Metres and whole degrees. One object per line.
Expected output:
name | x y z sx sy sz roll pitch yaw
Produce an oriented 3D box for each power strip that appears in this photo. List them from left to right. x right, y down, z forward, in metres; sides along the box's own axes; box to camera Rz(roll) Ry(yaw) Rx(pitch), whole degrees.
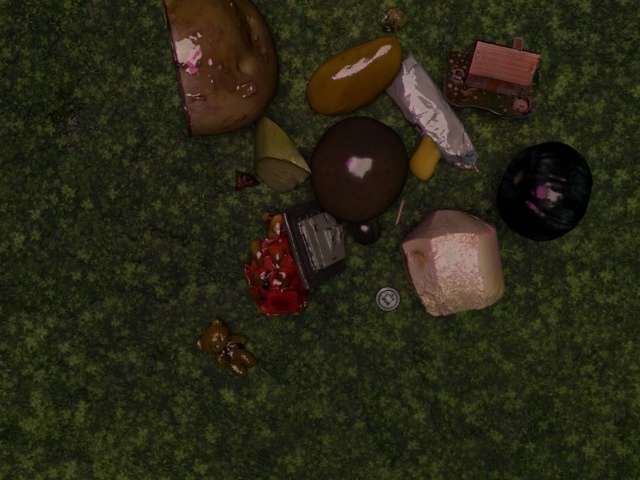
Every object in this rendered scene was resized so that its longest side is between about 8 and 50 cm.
power strip | 0.002 0.001 1.855 0.092 0.257 0.251 -8 99 31

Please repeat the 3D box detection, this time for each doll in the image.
doll | -0.305 0.363 1.978 0.209 0.097 0.137 40 90 -6

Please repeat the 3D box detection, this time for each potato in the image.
potato | -0.283 -0.544 1.766 0.319 0.385 0.442 -14 106 -11

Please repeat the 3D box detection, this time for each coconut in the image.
coconut | 0.397 0.054 1.823 0.297 0.297 0.309 -16 94 4

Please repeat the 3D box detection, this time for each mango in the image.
mango | 0.106 -0.492 1.836 0.332 0.195 0.142 -21 58 15

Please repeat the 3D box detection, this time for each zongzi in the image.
zongzi | -0.238 -0.200 1.939 0.083 0.073 0.067 2 76 1

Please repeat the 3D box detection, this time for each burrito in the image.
burrito | 0.359 -0.374 1.882 0.139 0.101 0.445 -36 93 1

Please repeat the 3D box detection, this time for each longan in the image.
longan | 0.115 -0.214 1.815 0.319 0.319 0.319 0 95 3

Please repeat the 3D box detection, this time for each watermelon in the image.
watermelon | 0.145 -0.026 1.920 0.105 0.105 0.133 -16 102 4

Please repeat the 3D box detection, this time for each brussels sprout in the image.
brussels sprout | 0.229 -0.694 1.887 0.085 0.058 0.085 4 103 18

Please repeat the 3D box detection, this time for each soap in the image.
soap | 0.332 -0.257 1.879 0.089 0.168 0.033 41 51 10

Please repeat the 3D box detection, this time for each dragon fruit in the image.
dragon fruit | -0.124 0.085 1.887 0.227 0.243 0.307 0 119 -35

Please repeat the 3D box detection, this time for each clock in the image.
clock | 0.222 0.193 1.976 0.085 0.017 0.085 0 95 2

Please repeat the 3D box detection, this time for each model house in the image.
model house | 0.534 -0.504 1.804 0.294 0.154 0.207 12 69 0

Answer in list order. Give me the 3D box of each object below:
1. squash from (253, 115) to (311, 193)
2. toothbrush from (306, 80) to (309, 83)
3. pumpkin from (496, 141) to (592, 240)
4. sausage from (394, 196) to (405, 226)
squash | -0.129 -0.278 1.867 0.204 0.237 0.155 31 64 -18
toothbrush | 0.035 -0.511 1.930 0.162 0.014 0.017 2 82 2
pumpkin | 0.673 -0.140 1.788 0.238 0.315 0.315 20 95 -9
sausage | 0.259 -0.093 1.952 0.015 0.015 0.100 16 95 1
